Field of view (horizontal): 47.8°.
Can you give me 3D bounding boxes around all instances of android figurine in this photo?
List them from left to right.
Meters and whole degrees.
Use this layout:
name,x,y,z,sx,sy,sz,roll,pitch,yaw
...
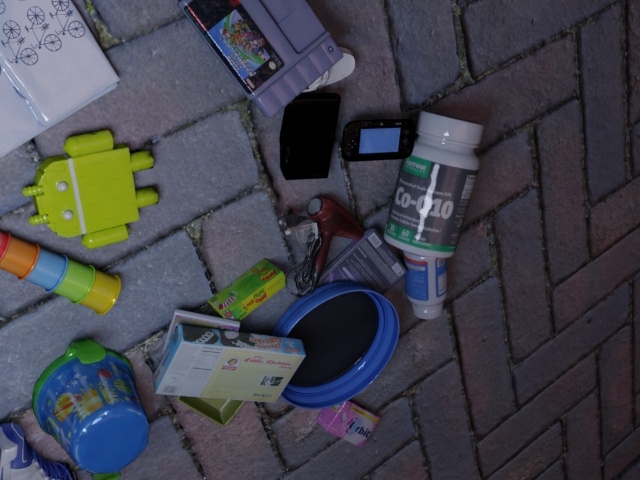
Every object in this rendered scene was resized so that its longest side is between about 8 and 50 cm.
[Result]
name,x,y,z,sx,sy,sz,roll,pitch,yaw
android figurine,-0.473,-0.102,1.499,0.273,0.056,0.248,-16,118,-31

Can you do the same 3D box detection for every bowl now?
name,x,y,z,sx,sy,sz,roll,pitch,yaw
bowl,0.032,0.282,1.965,0.391,0.077,0.391,-16,126,-24

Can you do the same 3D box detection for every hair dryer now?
name,x,y,z,sx,sy,sz,roll,pitch,yaw
hair dryer,0.000,0.000,1.838,0.294,0.080,0.223,-23,115,-40

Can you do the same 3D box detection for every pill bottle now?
name,x,y,z,sx,sy,sz,roll,pitch,yaw
pill bottle,0.305,0.113,2.093,0.124,0.124,0.221,-21,121,-27
pill bottle,0.305,-0.151,1.925,0.204,0.204,0.360,3,106,-36

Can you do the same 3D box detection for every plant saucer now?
name,x,y,z,sx,sy,sz,roll,pitch,yaw
plant saucer,-0.257,0.362,1.857,0.188,0.045,0.188,-51,129,-6

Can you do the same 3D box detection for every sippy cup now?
name,x,y,z,sx,sy,sz,roll,pitch,yaw
sippy cup,-0.489,0.385,1.589,0.240,0.224,0.305,-45,128,-11

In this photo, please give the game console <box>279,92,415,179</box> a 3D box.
name,x,y,z,sx,sy,sz,roll,pitch,yaw
game console,0.073,-0.256,1.766,0.362,0.044,0.213,-6,124,-23

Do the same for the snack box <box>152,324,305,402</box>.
name,x,y,z,sx,sy,sz,roll,pitch,yaw
snack box,-0.217,0.302,1.740,0.322,0.060,0.187,12,126,-29

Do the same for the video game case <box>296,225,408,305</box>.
name,x,y,z,sx,sy,sz,roll,pitch,yaw
video game case,0.092,0.116,1.979,0.274,0.026,0.196,-42,125,-2

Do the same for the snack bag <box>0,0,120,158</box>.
name,x,y,z,sx,sy,sz,roll,pitch,yaw
snack bag,-0.589,-0.335,1.326,0.343,0.037,0.323,-37,127,-16

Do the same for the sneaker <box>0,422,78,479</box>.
name,x,y,z,sx,sy,sz,roll,pitch,yaw
sneaker,-0.639,0.528,1.623,0.182,0.127,0.315,-13,124,-34

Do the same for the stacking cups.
name,x,y,z,sx,sy,sz,roll,pitch,yaw
stacking cups,-0.564,0.050,1.480,0.316,0.096,0.096,34,88,-38

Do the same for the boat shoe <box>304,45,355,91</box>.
name,x,y,z,sx,sy,sz,roll,pitch,yaw
boat shoe,-0.024,-0.385,1.661,0.277,0.096,0.098,-18,120,-28

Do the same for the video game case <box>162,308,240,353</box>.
name,x,y,z,sx,sy,sz,roll,pitch,yaw
video game case,-0.286,0.233,1.730,0.157,0.019,0.143,13,125,-14

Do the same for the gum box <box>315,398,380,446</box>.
name,x,y,z,sx,sy,sz,roll,pitch,yaw
gum box,0.088,0.538,2.165,0.188,0.062,0.107,37,87,-39

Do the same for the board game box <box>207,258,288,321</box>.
name,x,y,z,sx,sy,sz,roll,pitch,yaw
board game box,-0.179,0.127,1.779,0.181,0.092,0.043,-37,128,-16

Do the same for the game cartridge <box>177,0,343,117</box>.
name,x,y,z,sx,sy,sz,roll,pitch,yaw
game cartridge,-0.135,-0.461,1.514,0.230,0.068,0.355,-44,111,-16
